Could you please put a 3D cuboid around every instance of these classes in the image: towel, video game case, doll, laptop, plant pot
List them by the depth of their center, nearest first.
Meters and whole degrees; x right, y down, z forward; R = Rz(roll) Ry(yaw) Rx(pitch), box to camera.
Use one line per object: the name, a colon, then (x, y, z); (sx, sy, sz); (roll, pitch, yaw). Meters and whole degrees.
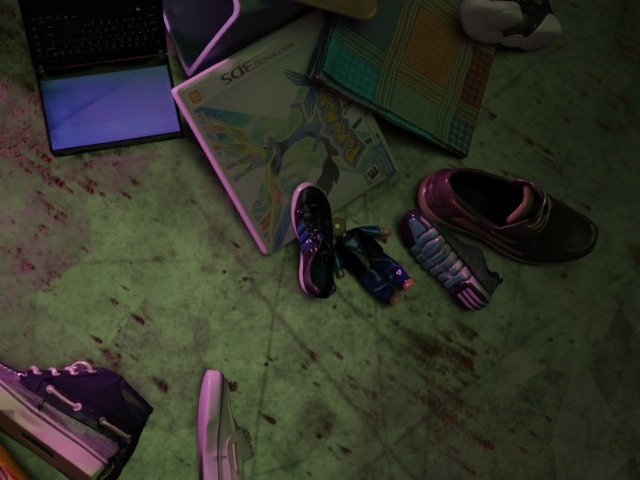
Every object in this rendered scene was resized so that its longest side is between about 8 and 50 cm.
laptop: (-0.365, -0.300, 1.378); (0.234, 0.264, 0.136); (-11, 47, -14)
plant pot: (-0.125, -0.465, 1.410); (0.252, 0.247, 0.247); (-21, 86, -31)
video game case: (-0.051, -0.189, 1.431); (0.300, 0.036, 0.329); (-33, 109, -15)
doll: (0.084, 0.027, 1.473); (0.189, 0.046, 0.129); (43, 84, 3)
towel: (0.165, -0.338, 1.486); (0.370, 0.040, 0.271); (23, 77, -30)

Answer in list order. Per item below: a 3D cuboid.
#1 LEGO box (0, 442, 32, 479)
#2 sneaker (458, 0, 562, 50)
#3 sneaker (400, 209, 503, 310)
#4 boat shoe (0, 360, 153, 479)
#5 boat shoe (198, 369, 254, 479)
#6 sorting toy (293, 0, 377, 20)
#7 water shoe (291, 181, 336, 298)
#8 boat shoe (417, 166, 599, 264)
LEGO box: (-0.650, 0.397, 1.163); (0.372, 0.193, 0.500); (-41, 91, -9)
sneaker: (0.346, -0.458, 1.556); (0.269, 0.101, 0.153); (2, 70, -41)
sneaker: (0.241, 0.022, 1.507); (0.223, 0.083, 0.098); (51, 52, -3)
boat shoe: (-0.429, 0.244, 1.304); (0.340, 0.127, 0.158); (38, 54, 0)
boat shoe: (-0.152, 0.347, 1.348); (0.088, 0.096, 0.267); (-1, 83, -17)
sorting toy: (-0.032, -0.509, 1.337); (0.229, 0.041, 0.307); (-1, 72, -40)
water shoe: (0.000, 0.000, 1.416); (0.073, 0.080, 0.203); (-11, 103, -22)
boat shoe: (0.356, -0.042, 1.500); (0.355, 0.130, 0.132); (14, 79, -10)
